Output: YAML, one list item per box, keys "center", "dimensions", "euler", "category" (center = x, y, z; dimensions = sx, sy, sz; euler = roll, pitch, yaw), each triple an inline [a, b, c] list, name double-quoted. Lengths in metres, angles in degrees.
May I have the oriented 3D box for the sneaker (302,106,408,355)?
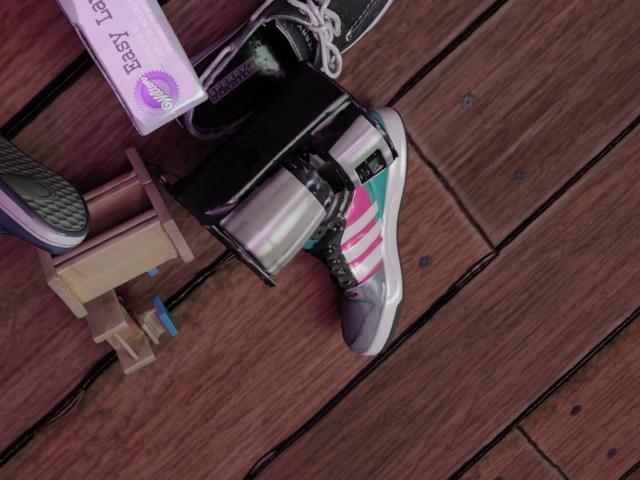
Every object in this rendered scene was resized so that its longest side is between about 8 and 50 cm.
- center: [0.000, 0.000, 0.840]
  dimensions: [0.179, 0.124, 0.295]
  euler: [-5, 105, -23]
  category: "sneaker"

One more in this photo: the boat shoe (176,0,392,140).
- center: [-0.023, -0.214, 0.758]
  dimensions: [0.306, 0.105, 0.113]
  euler: [-35, 118, -3]
  category: "boat shoe"

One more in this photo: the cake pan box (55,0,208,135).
- center: [-0.199, -0.227, 0.611]
  dimensions: [0.070, 0.246, 0.266]
  euler: [-30, 117, -5]
  category: "cake pan box"

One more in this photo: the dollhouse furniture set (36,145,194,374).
- center: [-0.204, 0.023, 0.797]
  dimensions: [0.129, 0.129, 0.183]
  euler: [-28, 142, -8]
  category: "dollhouse furniture set"

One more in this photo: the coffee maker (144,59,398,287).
- center: [-0.046, -0.076, 0.692]
  dimensions: [0.171, 0.120, 0.178]
  euler: [44, 85, -1]
  category: "coffee maker"

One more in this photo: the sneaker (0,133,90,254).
- center: [-0.310, -0.002, 0.692]
  dimensions: [0.086, 0.226, 0.163]
  euler: [7, 112, -55]
  category: "sneaker"
